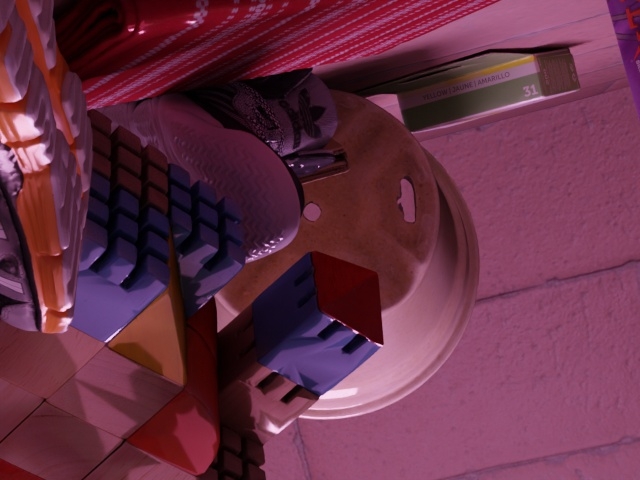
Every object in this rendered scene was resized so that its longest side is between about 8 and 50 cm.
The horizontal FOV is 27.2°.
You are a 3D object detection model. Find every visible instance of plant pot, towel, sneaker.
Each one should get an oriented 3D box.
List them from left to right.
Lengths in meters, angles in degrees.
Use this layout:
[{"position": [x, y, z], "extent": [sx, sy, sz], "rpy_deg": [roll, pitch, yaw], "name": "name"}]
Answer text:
[{"position": [-0.130, -0.036, 0.475], "extent": [0.083, 0.084, 0.215], "rpy_deg": [-3, 145, -1], "name": "sneaker"}, {"position": [-0.044, -0.064, 0.837], "extent": [0.153, 0.101, 0.268], "rpy_deg": [-20, -160, -24], "name": "sneaker"}, {"position": [-0.023, -0.114, 0.686], "extent": [0.275, 0.031, 0.199], "rpy_deg": [-15, -179, -33], "name": "towel"}, {"position": [0.000, 0.000, 1.278], "extent": [0.333, 0.334, 0.305], "rpy_deg": [-14, 170, -1], "name": "plant pot"}]

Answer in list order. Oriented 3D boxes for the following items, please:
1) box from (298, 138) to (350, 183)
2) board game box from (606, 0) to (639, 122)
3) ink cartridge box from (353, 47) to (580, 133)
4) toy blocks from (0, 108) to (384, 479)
[{"position": [-0.088, -0.069, 1.032], "extent": [0.164, 0.021, 0.201], "rpy_deg": [-16, -157, -15], "name": "box"}, {"position": [0.293, -0.034, 0.851], "extent": [0.208, 0.347, 0.056], "rpy_deg": [-16, 180, -38], "name": "board game box"}, {"position": [0.157, -0.157, 1.408], "extent": [0.171, 0.056, 0.235], "rpy_deg": [-13, -177, 31], "name": "ink cartridge box"}, {"position": [-0.145, 0.054, 0.674], "extent": [0.261, 0.381, 0.191], "rpy_deg": [-42, -148, 26], "name": "toy blocks"}]
